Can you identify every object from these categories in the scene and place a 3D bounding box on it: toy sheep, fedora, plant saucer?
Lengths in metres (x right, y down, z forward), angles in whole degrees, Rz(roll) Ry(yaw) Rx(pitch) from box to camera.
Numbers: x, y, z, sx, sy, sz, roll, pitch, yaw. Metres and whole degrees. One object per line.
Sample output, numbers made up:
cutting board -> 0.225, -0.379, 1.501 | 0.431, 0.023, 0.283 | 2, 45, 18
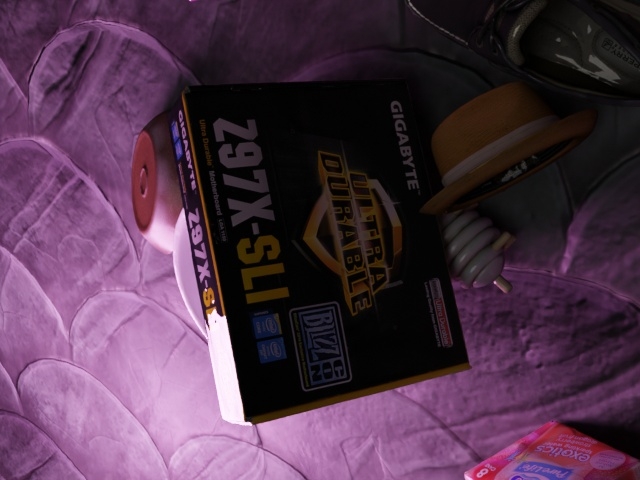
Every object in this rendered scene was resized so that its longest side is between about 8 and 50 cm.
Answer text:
toy sheep -> 0.164, 0.008, 0.821 | 0.132, 0.091, 0.091 | 47, 131, 24
fedora -> 0.168, -0.095, 0.716 | 0.194, 0.194, 0.079 | -34, 78, 40
plant saucer -> -0.227, -0.080, 1.013 | 0.198, 0.036, 0.199 | 1, 91, 64

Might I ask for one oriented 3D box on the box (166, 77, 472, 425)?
box -> 0.000, 0.000, 0.757 | 0.079, 0.257, 0.322 | -25, 74, 64

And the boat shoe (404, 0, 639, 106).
boat shoe -> 0.197, -0.203, 0.689 | 0.285, 0.092, 0.103 | 31, 125, 19

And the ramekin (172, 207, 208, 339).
ramekin -> -0.041, 0.035, 0.944 | 0.277, 0.135, 0.277 | 15, 119, 29

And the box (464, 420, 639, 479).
box -> 0.299, 0.381, 0.835 | 0.300, 0.142, 0.154 | 69, 164, -12
